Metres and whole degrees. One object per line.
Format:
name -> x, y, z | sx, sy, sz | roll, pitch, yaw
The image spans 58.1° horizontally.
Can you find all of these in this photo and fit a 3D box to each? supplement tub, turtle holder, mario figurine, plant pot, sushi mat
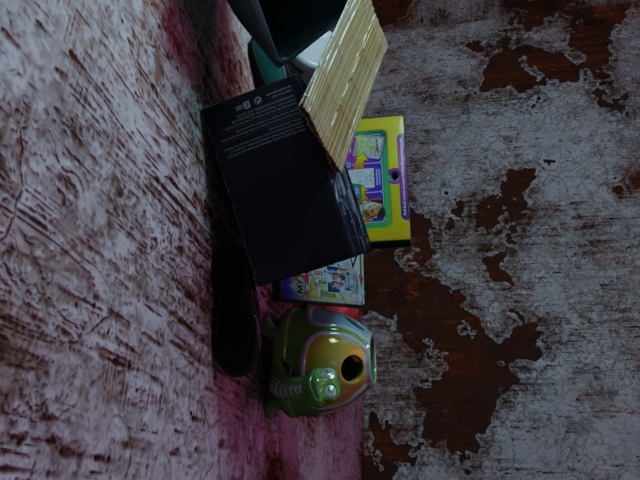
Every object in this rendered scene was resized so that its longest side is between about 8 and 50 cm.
supplement tub -> -0.030, -0.396, 1.393 | 0.199, 0.144, 0.144 | 119, -22, -57
turtle holder -> -0.003, 0.250, 1.225 | 0.320, 0.227, 0.243 | 66, 23, -63
mario figurine -> 0.002, 0.162, 1.710 | 0.198, 0.170, 0.320 | 43, 15, -18
plant pot -> -0.080, -0.503, 0.960 | 0.252, 0.248, 0.247 | 47, -8, 24
sushi mat -> 0.046, -0.273, 0.942 | 0.151, 0.019, 0.316 | 58, 44, -48

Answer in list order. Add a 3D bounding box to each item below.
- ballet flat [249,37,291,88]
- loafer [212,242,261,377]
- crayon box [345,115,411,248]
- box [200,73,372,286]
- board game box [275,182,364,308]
ballet flat -> -0.096, -0.337, 1.313 | 0.096, 0.095, 0.280 | -101, -177, -68
loafer -> -0.131, 0.116, 0.968 | 0.078, 0.080, 0.220 | 40, 47, -75
crayon box -> 0.091, -0.157, 1.645 | 0.106, 0.313, 0.363 | 49, 39, -74
box -> -0.041, -0.097, 1.087 | 0.343, 0.179, 0.312 | -8, 81, -80
board game box -> 0.000, 0.000, 1.407 | 0.046, 0.213, 0.317 | 144, -51, -61
